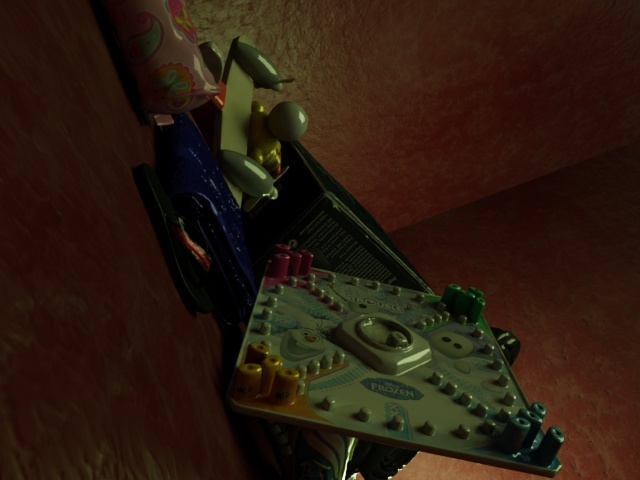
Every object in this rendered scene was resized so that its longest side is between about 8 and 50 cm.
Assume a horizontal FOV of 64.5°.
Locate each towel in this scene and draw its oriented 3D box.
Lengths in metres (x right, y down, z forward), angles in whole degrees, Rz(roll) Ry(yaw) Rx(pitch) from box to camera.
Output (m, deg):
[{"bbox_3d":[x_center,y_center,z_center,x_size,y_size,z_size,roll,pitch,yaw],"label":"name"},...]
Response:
[{"bbox_3d":[-0.166,-0.050,0.762,0.308,0.076,0.228,-117,-171,-54],"label":"towel"}]

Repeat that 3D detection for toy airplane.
[{"bbox_3d":[-0.166,-0.264,1.087,0.384,0.272,0.386,-57,141,-75],"label":"toy airplane"}]

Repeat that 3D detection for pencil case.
[{"bbox_3d":[-0.234,-0.305,0.681,0.124,0.124,0.284,-135,-154,-79],"label":"pencil case"}]

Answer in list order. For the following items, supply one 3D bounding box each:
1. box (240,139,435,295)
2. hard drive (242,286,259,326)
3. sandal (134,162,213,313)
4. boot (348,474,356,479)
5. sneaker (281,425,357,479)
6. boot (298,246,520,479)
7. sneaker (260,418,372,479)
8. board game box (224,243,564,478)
[{"bbox_3d":[0.000,0.000,1.438,0.472,0.297,0.480,39,12,-32],"label":"box"},{"bbox_3d":[-0.034,0.160,0.810,0.172,0.054,0.254,34,2,-44],"label":"hard drive"},{"bbox_3d":[-0.148,-0.002,0.551,0.067,0.040,0.179,-132,-157,-77],"label":"sandal"},{"bbox_3d":[0.023,0.459,0.976,0.123,0.095,0.258,89,4,-55],"label":"boot"},{"bbox_3d":[0.006,0.310,0.649,0.126,0.091,0.240,-103,-162,-44],"label":"sneaker"},{"bbox_3d":[0.098,0.171,1.002,0.445,0.367,0.146,47,-7,40],"label":"boot"},{"bbox_3d":[-0.007,0.271,0.812,0.106,0.162,0.281,-126,-163,-73],"label":"sneaker"},{"bbox_3d":[0.094,0.133,0.728,0.390,0.390,0.050,-85,-172,-68],"label":"board game box"}]
